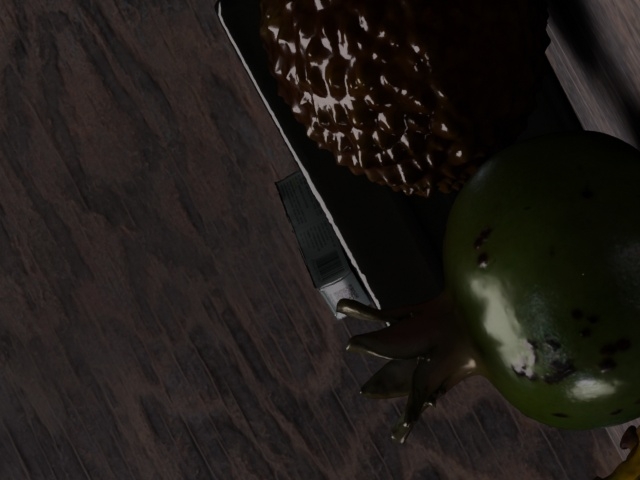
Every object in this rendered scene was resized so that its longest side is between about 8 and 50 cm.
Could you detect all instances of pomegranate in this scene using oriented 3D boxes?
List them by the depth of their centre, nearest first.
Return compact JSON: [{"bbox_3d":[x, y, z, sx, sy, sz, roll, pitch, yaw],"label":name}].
[{"bbox_3d":[0.123,0.036,0.867,0.181,0.224,0.182,158,90,-88],"label":"pomegranate"}]

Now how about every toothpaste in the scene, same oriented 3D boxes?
[{"bbox_3d":[0.000,0.000,1.222,0.046,0.034,0.164,58,-174,-36],"label":"toothpaste"}]

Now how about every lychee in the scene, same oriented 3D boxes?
[{"bbox_3d":[0.050,-0.140,0.912,0.238,0.200,0.200,62,-177,-33],"label":"lychee"}]

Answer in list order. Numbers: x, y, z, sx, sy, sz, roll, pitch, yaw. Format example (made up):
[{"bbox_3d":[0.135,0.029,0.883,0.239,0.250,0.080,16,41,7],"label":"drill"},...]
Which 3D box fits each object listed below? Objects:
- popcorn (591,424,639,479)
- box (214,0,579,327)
[{"bbox_3d":[0.249,0.177,0.949,0.152,0.148,0.167,37,158,23],"label":"popcorn"},{"bbox_3d":[0.083,-0.101,1.224,0.345,0.204,0.251,61,-176,-11],"label":"box"}]
